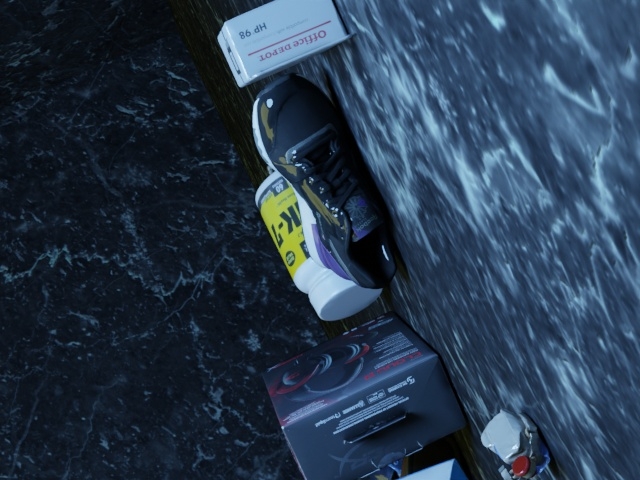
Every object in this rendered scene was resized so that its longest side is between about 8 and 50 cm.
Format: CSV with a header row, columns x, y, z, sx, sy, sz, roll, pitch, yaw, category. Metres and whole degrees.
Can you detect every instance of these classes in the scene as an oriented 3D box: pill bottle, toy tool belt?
x,y,z,sx,sy,sz,roll,pitch,yaw,category
0.000,0.000,1.576,0.119,0.119,0.208,75,169,-63,pill bottle
0.185,0.192,1.014,0.051,0.052,0.083,32,-165,-27,toy tool belt

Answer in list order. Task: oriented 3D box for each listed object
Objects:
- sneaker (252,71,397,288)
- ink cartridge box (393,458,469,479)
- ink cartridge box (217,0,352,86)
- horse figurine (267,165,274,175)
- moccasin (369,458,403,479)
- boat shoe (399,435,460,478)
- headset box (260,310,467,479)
x,y,z,sx,sy,sz,roll,pitch,yaw,category
0.023,-0.064,1.289,0.124,0.107,0.283,35,157,50,sneaker
0.117,0.386,1.162,0.233,0.171,0.168,54,-153,-16,ink cartridge box
-0.038,-0.198,1.084,0.180,0.104,0.060,-149,36,-81,ink cartridge box
-0.033,-0.038,2.069,0.263,0.066,0.174,68,-179,-53,horse figurine
0.143,0.417,2.061,0.342,0.116,0.138,63,176,5,moccasin
0.154,0.433,1.634,0.104,0.110,0.307,95,-173,-78,boat shoe
0.051,0.213,1.493,0.293,0.218,0.110,-133,19,-78,headset box
